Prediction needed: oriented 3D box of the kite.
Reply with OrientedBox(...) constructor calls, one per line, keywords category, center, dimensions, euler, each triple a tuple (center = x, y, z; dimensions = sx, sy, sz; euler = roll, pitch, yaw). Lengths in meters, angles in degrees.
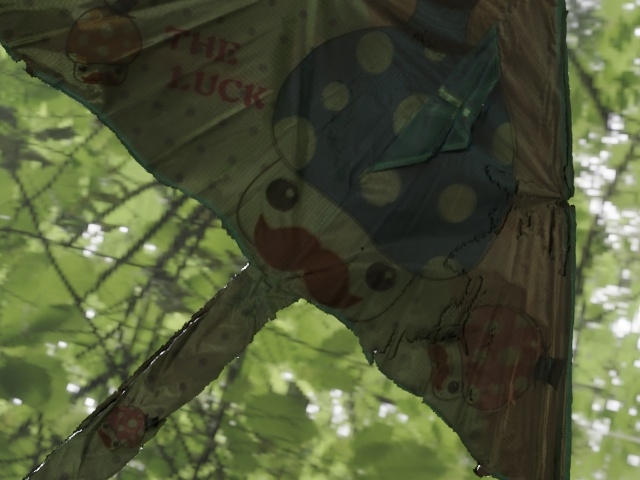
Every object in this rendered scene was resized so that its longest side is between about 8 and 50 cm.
OrientedBox(category="kite", center=(0.000, 0.000, 0.572), dimensions=(0.335, 0.011, 0.314), euler=(43, -94, -19))
